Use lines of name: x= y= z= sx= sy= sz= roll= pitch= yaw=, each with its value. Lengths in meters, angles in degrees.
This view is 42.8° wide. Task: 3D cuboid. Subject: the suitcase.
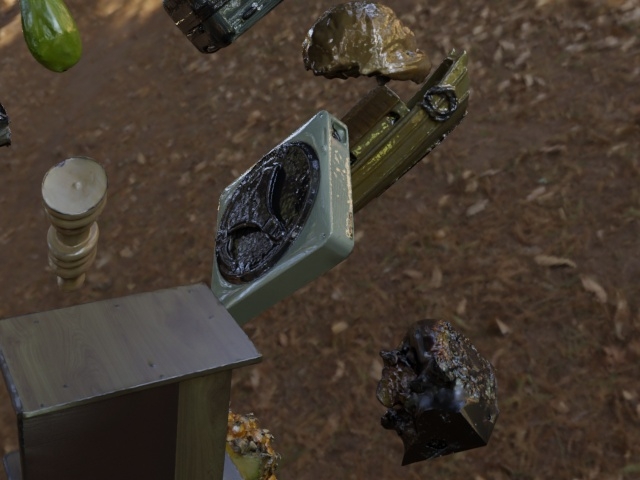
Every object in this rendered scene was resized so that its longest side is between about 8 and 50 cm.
suitcase: x=-0.102 y=-0.437 z=1.305 sx=0.312 sy=0.128 sz=0.202 roll=-43 pitch=18 yaw=-10

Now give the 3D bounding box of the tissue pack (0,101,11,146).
tissue pack: x=-0.683 y=-0.260 z=1.335 sx=0.245 sy=0.332 sz=0.123 roll=-25 pitch=-16 yaw=-27

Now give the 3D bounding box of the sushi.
sushi: x=0.214 y=0.266 z=1.557 sx=0.215 sy=0.212 sz=0.227 roll=-27 pitch=17 yaw=41

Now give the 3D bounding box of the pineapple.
pineapple: x=-0.160 y=0.521 z=1.991 sx=0.286 sy=0.344 sz=0.209 roll=-31 pitch=-1 yaw=40

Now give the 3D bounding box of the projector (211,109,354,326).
projector: x=-0.067 y=-0.034 z=1.196 sx=0.259 sy=0.079 sz=0.257 roll=-35 pitch=40 yaw=34

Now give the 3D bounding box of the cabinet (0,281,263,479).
cabinet: x=-0.188 y=0.161 z=0.784 sx=0.215 sy=0.175 sz=0.148 roll=-10 pitch=33 yaw=-28

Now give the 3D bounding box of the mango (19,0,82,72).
mango: x=-0.443 y=-0.355 z=1.324 sx=0.074 sy=0.165 sz=0.091 roll=-18 pitch=8 yaw=31

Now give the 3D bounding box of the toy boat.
toy boat: x=0.116 y=-0.204 z=1.584 sx=0.445 sy=0.162 sz=0.136 roll=-42 pitch=18 yaw=2

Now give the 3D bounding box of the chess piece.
chess piece: x=-0.475 y=-0.002 z=1.563 sx=0.124 sy=0.307 sz=0.139 roll=-11 pitch=54 yaw=-28

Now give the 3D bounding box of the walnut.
walnut: x=0.063 y=-0.332 z=1.368 sx=0.238 sy=0.141 sz=0.204 roll=13 pitch=16 yaw=38
